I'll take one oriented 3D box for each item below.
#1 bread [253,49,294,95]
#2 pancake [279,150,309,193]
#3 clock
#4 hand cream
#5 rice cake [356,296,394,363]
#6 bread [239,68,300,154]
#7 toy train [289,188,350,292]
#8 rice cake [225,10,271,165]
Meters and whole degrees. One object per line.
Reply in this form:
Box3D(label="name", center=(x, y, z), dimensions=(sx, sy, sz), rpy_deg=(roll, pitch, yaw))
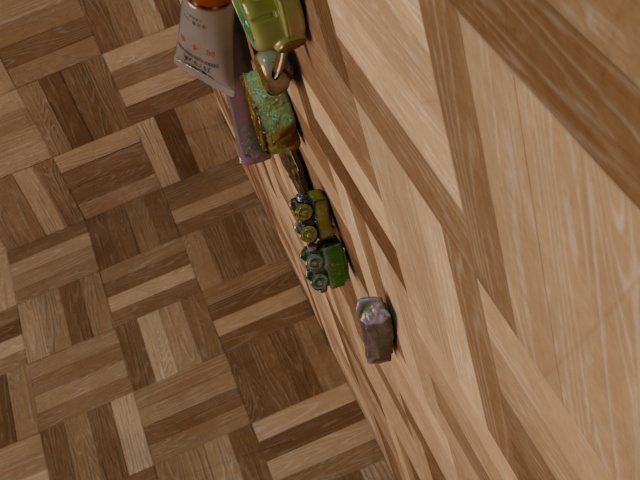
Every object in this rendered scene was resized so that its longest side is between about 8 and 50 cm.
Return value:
Box3D(label="bread", center=(-0.068, -0.256, 1.694), dimensions=(0.214, 0.053, 0.073), rpy_deg=(-128, 20, -82))
Box3D(label="pancake", center=(-0.064, -0.170, 2.192), dimensions=(0.212, 0.029, 0.235), rpy_deg=(174, 73, -85))
Box3D(label="clock", center=(-0.075, -0.308, 1.414), dimensions=(0.232, 0.069, 0.170), rpy_deg=(75, 171, -59))
Box3D(label="hand cream", center=(-0.208, -0.384, 2.018), dimensions=(0.140, 0.089, 0.314), rpy_deg=(30, 153, 11))
Box3D(label="rice cake", center=(0.090, 0.148, 1.814), dimensions=(0.270, 0.055, 0.049), rpy_deg=(74, 177, -68))
Box3D(label="bread", center=(-0.088, -0.228, 1.949), dimensions=(0.128, 0.069, 0.140), rpy_deg=(77, 173, -59))
Box3D(label="toy train", center=(0.000, 0.000, 2.008), dimensions=(0.060, 0.081, 0.202), rpy_deg=(-123, 18, -60))
Box3D(label="rice cake", center=(-0.161, -0.306, 2.187), dimensions=(0.064, 0.070, 0.399), rpy_deg=(-119, 13, -48))
